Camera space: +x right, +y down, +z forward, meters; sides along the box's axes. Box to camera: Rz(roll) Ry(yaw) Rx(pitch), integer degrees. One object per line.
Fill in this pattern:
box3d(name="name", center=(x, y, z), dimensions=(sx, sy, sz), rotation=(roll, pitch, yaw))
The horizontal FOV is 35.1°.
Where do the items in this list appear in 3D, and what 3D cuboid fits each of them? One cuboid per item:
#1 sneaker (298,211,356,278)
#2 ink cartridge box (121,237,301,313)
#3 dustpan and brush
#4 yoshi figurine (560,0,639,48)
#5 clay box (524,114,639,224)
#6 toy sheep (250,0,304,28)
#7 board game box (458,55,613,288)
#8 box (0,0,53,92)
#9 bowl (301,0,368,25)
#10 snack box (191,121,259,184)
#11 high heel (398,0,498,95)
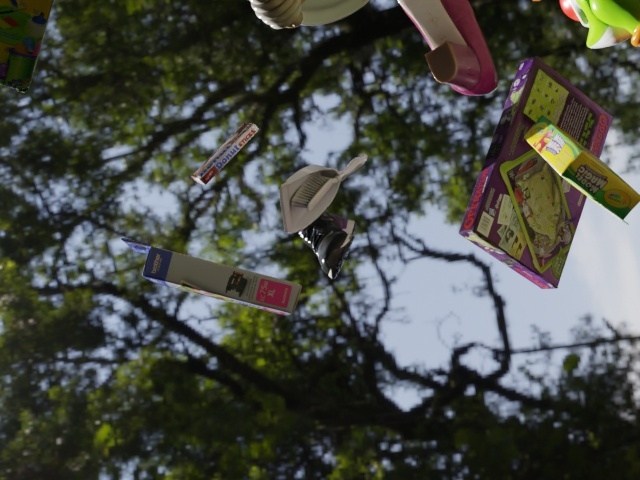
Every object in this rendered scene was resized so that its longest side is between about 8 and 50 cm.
box3d(name="sneaker", center=(0.000, 0.000, 2.213), dimensions=(0.283, 0.124, 0.107), rotation=(-77, 12, -78))
box3d(name="ink cartridge box", center=(-0.193, 0.068, 1.768), dimensions=(0.186, 0.311, 0.065), rotation=(124, 163, -83))
box3d(name="dustpan and brush", center=(0.012, -0.112, 1.981), dimensions=(0.211, 0.060, 0.147), rotation=(-48, -28, -28))
box3d(name="yoshi figurine", center=(0.361, -0.399, 1.323), dimensions=(0.203, 0.362, 0.203), rotation=(-51, -24, -1))
box3d(name="clay box", center=(0.398, -0.108, 1.530), dimensions=(0.127, 0.053, 0.222), rotation=(33, -166, -18))
box3d(name="toy sheep", center=(-0.072, -0.394, 1.635), dimensions=(0.132, 0.091, 0.091), rotation=(44, -139, -36))
box3d(name="board game box", center=(0.374, -0.116, 1.733), dimensions=(0.208, 0.056, 0.347), rotation=(30, -110, -21))
box3d(name="box", center=(-0.528, -0.408, 1.475), dimensions=(0.290, 0.279, 0.177), rotation=(17, -130, -18))
box3d(name="bowl", center=(-0.015, -0.535, 1.784), dimensions=(0.134, 0.298, 0.298), rotation=(-77, -30, -70))
box3d(name="snack box", center=(-0.215, -0.197, 2.289), dimensions=(0.178, 0.064, 0.022), rotation=(-47, -64, -10))
box3d(name="high heel", center=(0.252, -0.468, 2.042), dimensions=(0.181, 0.127, 0.377), rotation=(3, -107, -51))
